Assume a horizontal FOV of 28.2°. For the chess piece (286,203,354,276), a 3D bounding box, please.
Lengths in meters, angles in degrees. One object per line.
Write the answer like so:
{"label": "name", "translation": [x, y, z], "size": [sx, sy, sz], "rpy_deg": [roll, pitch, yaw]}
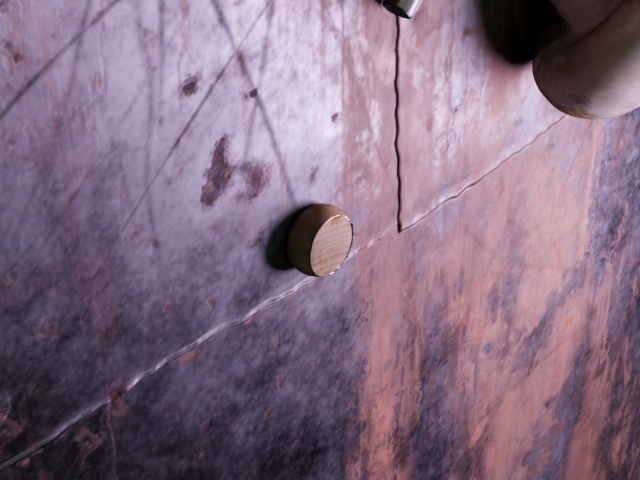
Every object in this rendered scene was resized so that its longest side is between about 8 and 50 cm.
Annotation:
{"label": "chess piece", "translation": [0.000, 0.000, 1.422], "size": [0.083, 0.038, 0.084], "rpy_deg": [-28, 131, -37]}

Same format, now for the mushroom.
{"label": "mushroom", "translation": [0.338, -0.277, 1.561], "size": [0.243, 0.243, 0.243], "rpy_deg": [-31, 134, -38]}

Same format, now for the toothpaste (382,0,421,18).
{"label": "toothpaste", "translation": [0.135, -0.349, 1.368], "size": [0.062, 0.039, 0.239], "rpy_deg": [31, 84, -49]}
